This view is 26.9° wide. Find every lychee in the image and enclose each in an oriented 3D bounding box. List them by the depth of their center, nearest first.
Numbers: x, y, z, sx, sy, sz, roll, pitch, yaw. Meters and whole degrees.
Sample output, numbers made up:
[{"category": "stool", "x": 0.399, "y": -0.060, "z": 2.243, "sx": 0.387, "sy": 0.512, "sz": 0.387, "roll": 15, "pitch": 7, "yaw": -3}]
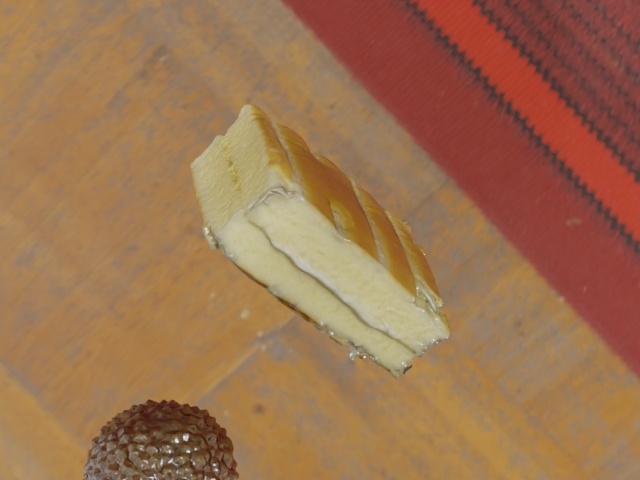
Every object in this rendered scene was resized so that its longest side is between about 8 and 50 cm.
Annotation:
[{"category": "lychee", "x": -0.195, "y": 0.287, "z": 1.604, "sx": 0.238, "sy": 0.200, "sz": 0.200, "roll": -22, "pitch": 105, "yaw": 51}]

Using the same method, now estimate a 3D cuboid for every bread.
[{"category": "bread", "x": 0.000, "y": 0.000, "z": 1.300, "sx": 0.239, "sy": 0.246, "sz": 0.111, "roll": 37, "pitch": 103, "yaw": -20}]
